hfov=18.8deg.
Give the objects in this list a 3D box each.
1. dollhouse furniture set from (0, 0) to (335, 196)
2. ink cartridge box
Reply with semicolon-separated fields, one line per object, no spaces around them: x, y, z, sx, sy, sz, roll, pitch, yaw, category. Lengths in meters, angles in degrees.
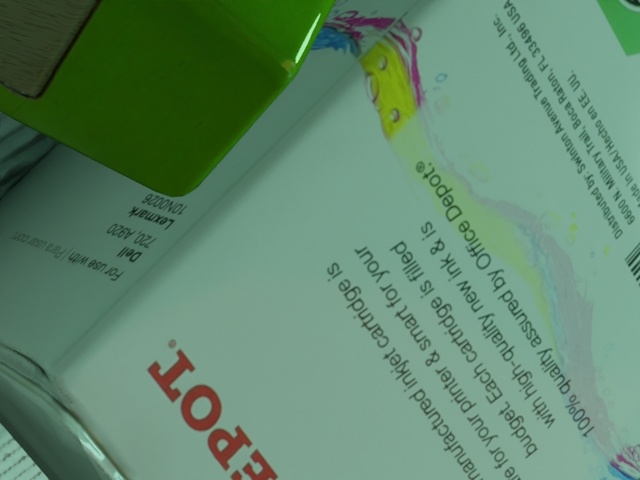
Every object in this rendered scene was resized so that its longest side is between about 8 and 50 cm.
-0.004;-0.191;0.426;0.301;0.151;0.197;-63;-170;-28;dollhouse furniture set
0.030;0.005;0.655;0.278;0.117;0.201;-46;123;-19;ink cartridge box
